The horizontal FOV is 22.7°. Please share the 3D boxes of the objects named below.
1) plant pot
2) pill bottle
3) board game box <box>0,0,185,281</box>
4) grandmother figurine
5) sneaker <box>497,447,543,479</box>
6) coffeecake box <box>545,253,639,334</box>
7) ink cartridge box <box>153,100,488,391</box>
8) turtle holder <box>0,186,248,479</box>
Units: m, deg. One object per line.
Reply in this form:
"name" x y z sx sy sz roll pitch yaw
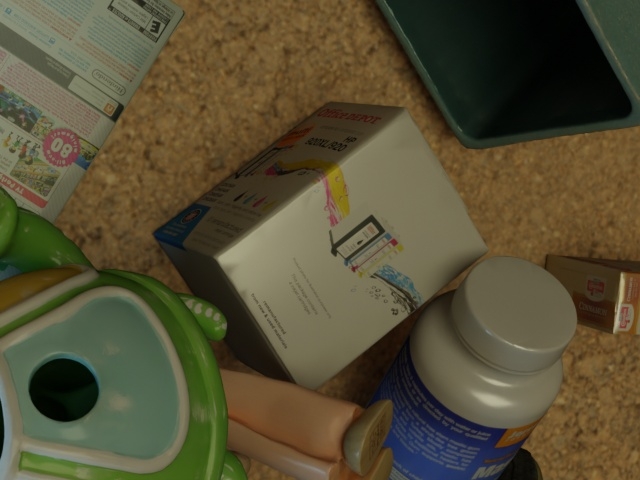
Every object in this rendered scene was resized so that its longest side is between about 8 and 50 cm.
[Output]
"plant pot" 0.233 -0.270 1.552 0.252 0.248 0.247 -46 114 -31
"pill bottle" 0.141 0.142 1.536 0.152 0.152 0.272 0 141 -24
"board game box" -0.295 -0.137 1.404 0.224 0.097 0.303 35 82 -25
"grandmother figurine" -0.107 0.143 1.432 0.104 0.342 0.208 -48 147 -51
"sneaker" 0.151 0.415 1.693 0.182 0.158 0.410 23 85 -57
"coffeecake box" 0.352 0.061 1.699 0.185 0.142 0.068 4 95 -24
"ink cartridge box" 0.000 0.000 1.515 0.232 0.171 0.168 -38 111 -16
"turtle holder" -0.208 0.112 1.279 0.227 0.243 0.320 11 82 -54
